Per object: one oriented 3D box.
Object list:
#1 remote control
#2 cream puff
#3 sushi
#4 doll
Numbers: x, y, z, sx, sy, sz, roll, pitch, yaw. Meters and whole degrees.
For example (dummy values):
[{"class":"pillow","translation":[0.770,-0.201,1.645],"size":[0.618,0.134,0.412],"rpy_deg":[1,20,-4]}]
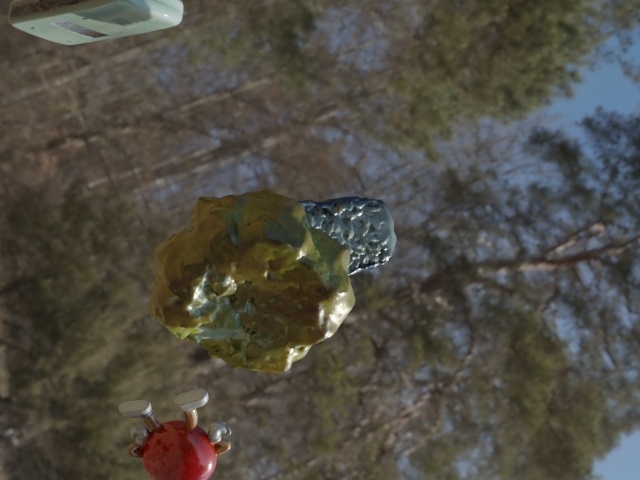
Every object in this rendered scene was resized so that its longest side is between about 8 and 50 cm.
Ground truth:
[{"class":"remote control","translation":[-0.348,-0.353,1.933],"size":[0.296,0.140,0.056],"rpy_deg":[-1,-98,43]},{"class":"cream puff","translation":[-0.094,0.047,1.711],"size":[0.185,0.282,0.281],"rpy_deg":[-94,176,-58]},{"class":"sushi","translation":[0.000,0.000,1.922],"size":[0.127,0.225,0.124],"rpy_deg":[-11,-92,56]},{"class":"doll","translation":[-0.243,0.354,2.180],"size":[0.085,0.183,0.217],"rpy_deg":[-91,168,-60]}]
